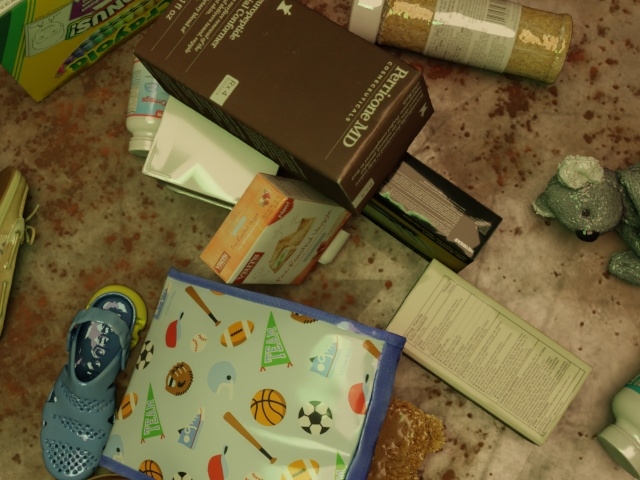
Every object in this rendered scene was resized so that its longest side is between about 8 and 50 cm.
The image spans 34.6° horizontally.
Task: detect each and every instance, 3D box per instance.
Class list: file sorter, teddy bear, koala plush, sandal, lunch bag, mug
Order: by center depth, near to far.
[{"bbox_3d":[-0.077,0.247,1.488,0.385,0.239,0.328,10,80,38],"label":"lunch bag"},{"bbox_3d":[-0.364,0.220,1.597,0.126,0.138,0.317,12,84,-1],"label":"sandal"},{"bbox_3d":[0.070,0.403,1.600,0.245,0.113,0.338,1,89,9],"label":"teddy bear"},{"bbox_3d":[0.457,-0.061,1.626,0.221,0.196,0.203,13,71,2],"label":"koala plush"},{"bbox_3d":[-0.134,-0.190,1.636,0.193,0.173,0.277,18,82,2],"label":"file sorter"},{"bbox_3d":[0.004,0.002,1.676,0.062,0.078,0.064,26,92,-40],"label":"mug"}]

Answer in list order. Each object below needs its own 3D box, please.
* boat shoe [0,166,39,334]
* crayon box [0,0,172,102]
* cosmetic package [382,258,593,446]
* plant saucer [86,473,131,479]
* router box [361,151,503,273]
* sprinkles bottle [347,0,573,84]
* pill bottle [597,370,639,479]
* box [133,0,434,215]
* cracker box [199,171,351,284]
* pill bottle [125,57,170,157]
[{"bbox_3d":[-0.522,0.023,1.651,0.089,0.104,0.285,21,86,-36],"label":"boat shoe"},{"bbox_3d":[-0.360,-0.397,1.592,0.363,0.313,0.106,-36,81,-5],"label":"crayon box"},{"bbox_3d":[0.253,0.175,1.611,0.296,0.129,0.153,36,85,4],"label":"cosmetic package"},{"bbox_3d":[-0.300,0.440,1.586,0.198,0.036,0.198,3,108,8],"label":"plant saucer"},{"bbox_3d":[0.115,-0.072,1.587,0.309,0.243,0.081,35,83,5],"label":"router box"},{"bbox_3d":[0.227,-0.351,1.688,0.355,0.121,0.121,13,82,1],"label":"sprinkles bottle"},{"bbox_3d":[0.558,0.249,1.594,0.264,0.146,0.146,-42,84,-6],"label":"pill bottle"},{"bbox_3d":[-0.054,-0.221,1.434,0.381,0.143,0.191,33,83,20],"label":"box"},{"bbox_3d":[-0.059,-0.012,1.543,0.067,0.232,0.156,42,106,22],"label":"cracker box"},{"bbox_3d":[-0.272,-0.219,1.682,0.087,0.087,0.160,5,82,0],"label":"pill bottle"}]
